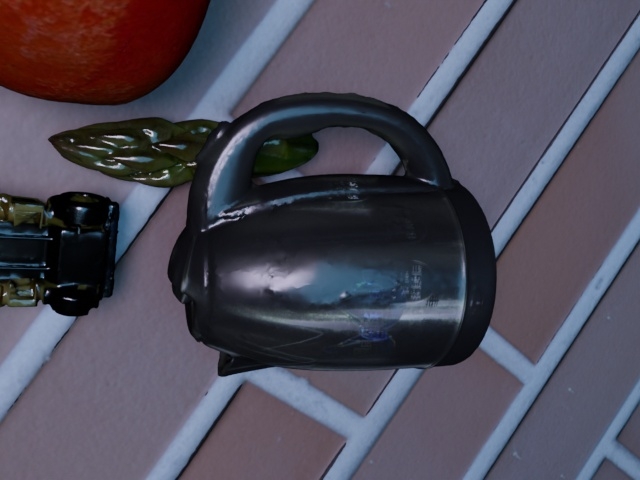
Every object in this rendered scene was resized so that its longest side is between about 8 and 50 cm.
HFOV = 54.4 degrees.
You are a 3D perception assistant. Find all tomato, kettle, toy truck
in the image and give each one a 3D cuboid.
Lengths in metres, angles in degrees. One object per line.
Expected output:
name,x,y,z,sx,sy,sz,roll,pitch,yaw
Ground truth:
tomato,-0.207,-0.284,0.491,0.293,0.290,0.325,28,61,-36
kettle,0.000,0.000,0.682,0.324,0.228,0.320,-1,113,-19
toy truck,-0.331,0.001,0.598,0.257,0.127,0.127,3,106,-25

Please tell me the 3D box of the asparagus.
asparagus,-0.145,-0.097,0.689,0.287,0.080,0.080,-1,101,-27
